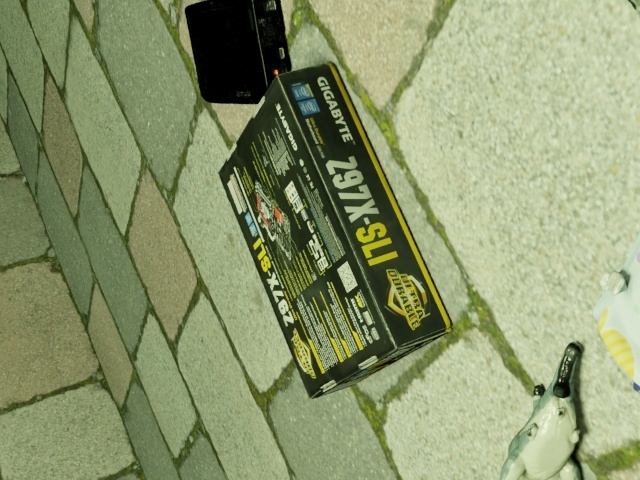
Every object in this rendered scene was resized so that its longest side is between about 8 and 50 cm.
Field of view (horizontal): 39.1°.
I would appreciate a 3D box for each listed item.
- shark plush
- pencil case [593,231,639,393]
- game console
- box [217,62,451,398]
[{"bbox_3d":[0.191,0.156,0.794,0.067,0.073,0.161,-91,-4,-57],"label":"shark plush"},{"bbox_3d":[0.246,-0.029,0.511,0.124,0.113,0.273,38,137,36],"label":"pencil case"},{"bbox_3d":[-0.126,-0.347,1.110,0.213,0.044,0.361,15,117,59],"label":"game console"},{"bbox_3d":[0.000,0.000,1.036,0.322,0.079,0.257,67,154,12],"label":"box"}]
